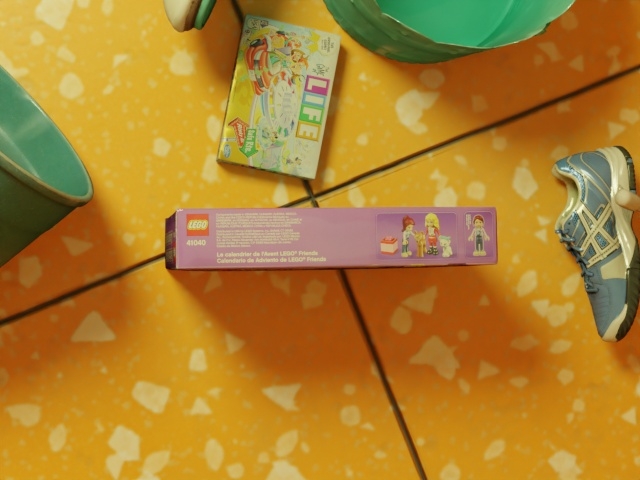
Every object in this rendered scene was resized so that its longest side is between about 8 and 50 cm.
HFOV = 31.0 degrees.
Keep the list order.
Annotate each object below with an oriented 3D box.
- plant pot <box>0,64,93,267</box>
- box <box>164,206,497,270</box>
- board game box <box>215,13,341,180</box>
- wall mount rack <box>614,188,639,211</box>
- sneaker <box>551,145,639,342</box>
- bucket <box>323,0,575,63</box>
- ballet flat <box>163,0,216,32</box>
[{"bbox_3d":[-0.390,-0.050,1.023,0.255,0.271,0.271,-42,96,5],"label":"plant pot"},{"bbox_3d":[0.000,0.000,1.113,0.293,0.201,0.057,-1,88,-10],"label":"box"},{"bbox_3d":[-0.043,-0.147,1.197,0.103,0.026,0.154,11,86,-10],"label":"board game box"},{"bbox_3d":[0.448,-0.112,1.234,0.304,0.130,0.350,11,86,-10],"label":"wall mount rack"},{"bbox_3d":[0.293,0.005,1.236,0.081,0.080,0.211,-2,79,-4],"label":"sneaker"},{"bbox_3d":[0.123,-0.311,1.154,0.281,0.183,0.281,0,89,-11],"label":"bucket"},{"bbox_3d":[-0.093,-0.395,1.145,0.139,0.139,0.400,27,77,-9],"label":"ballet flat"}]
